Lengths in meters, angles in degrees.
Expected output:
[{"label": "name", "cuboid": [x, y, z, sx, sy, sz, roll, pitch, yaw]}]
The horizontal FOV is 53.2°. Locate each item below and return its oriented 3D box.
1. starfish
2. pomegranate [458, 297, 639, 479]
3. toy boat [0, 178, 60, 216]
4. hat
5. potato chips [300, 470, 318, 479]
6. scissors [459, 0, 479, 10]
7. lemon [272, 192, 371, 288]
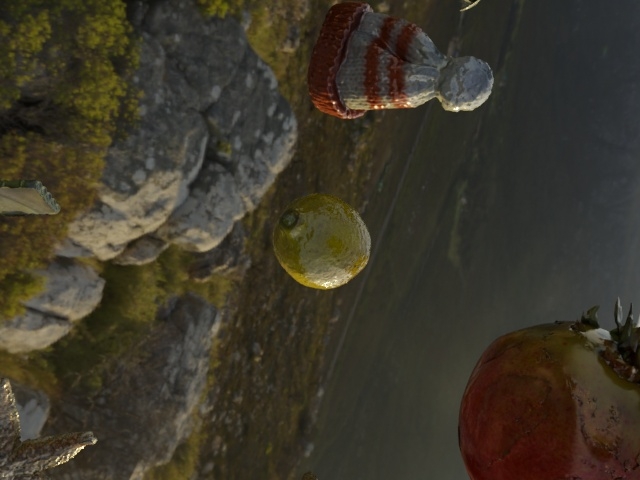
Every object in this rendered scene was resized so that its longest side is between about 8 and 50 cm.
[{"label": "starfish", "cuboid": [-0.398, 0.259, 0.783, 0.231, 0.295, 0.048, -50, -154, 17]}, {"label": "pomegranate", "cuboid": [0.238, 0.169, 0.594, 0.235, 0.210, 0.210, -56, 168, 23]}, {"label": "toy boat", "cuboid": [-0.375, -0.051, 0.758, 0.063, 0.115, 0.016, 77, 16, -57]}, {"label": "hat", "cuboid": [0.077, -0.159, 0.591, 0.093, 0.162, 0.112, 26, 81, -58]}, {"label": "potato chips", "cuboid": [0.018, 0.609, 1.087, 0.080, 0.057, 0.407, -11, 74, -31]}, {"label": "scissors", "cuboid": [0.103, -0.177, 0.426, 0.021, 0.110, 0.212, -61, 176, 10]}, {"label": "lemon", "cuboid": [0.000, 0.000, 0.422, 0.083, 0.062, 0.062, 32, 73, -54]}]
